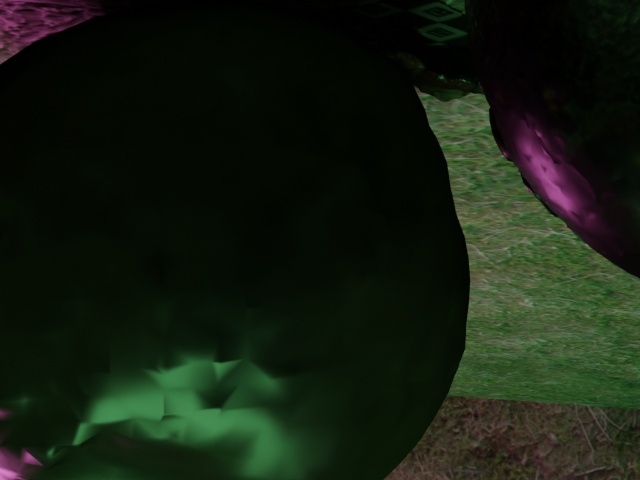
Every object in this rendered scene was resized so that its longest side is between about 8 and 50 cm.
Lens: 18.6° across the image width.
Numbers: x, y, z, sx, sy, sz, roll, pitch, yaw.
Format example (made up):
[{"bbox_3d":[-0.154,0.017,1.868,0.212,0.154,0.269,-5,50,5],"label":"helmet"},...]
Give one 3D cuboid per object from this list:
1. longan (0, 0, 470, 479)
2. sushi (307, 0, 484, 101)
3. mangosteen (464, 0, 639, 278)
[{"bbox_3d":[-0.099,0.031,1.385,0.404,0.404,0.436,5,172,-4],"label":"longan"},{"bbox_3d":[0.077,-0.127,1.428,0.139,0.031,0.201,-6,165,41],"label":"sushi"},{"bbox_3d":[0.208,-0.112,0.905,0.288,0.288,0.288,4,168,1],"label":"mangosteen"}]
